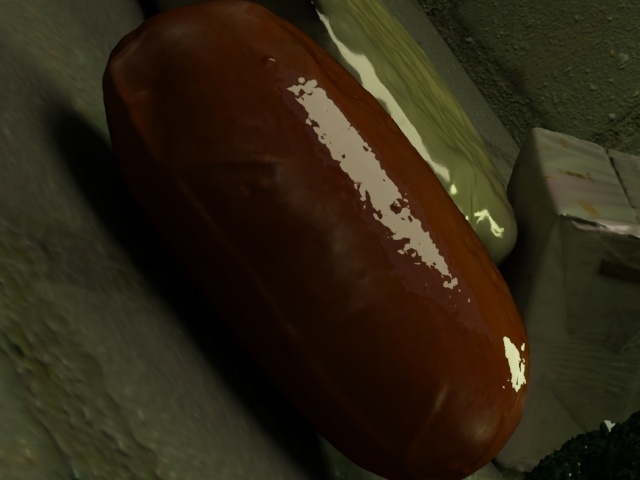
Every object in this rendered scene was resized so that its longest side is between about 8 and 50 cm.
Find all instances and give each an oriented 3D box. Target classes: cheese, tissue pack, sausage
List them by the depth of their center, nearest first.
[{"bbox_3d":[0.000,0.001,0.661,0.258,0.133,0.133,53,13,-7],"label":"sausage"},{"bbox_3d":[0.009,-0.094,0.956,0.326,0.115,0.318,48,14,-14],"label":"cheese"},{"bbox_3d":[0.184,0.042,1.022,0.124,0.185,0.225,14,19,-2],"label":"tissue pack"}]

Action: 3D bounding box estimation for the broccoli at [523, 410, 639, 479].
[{"bbox_3d":[0.253,0.209,0.831,0.269,0.269,0.254,41,23,-42],"label":"broccoli"}]
